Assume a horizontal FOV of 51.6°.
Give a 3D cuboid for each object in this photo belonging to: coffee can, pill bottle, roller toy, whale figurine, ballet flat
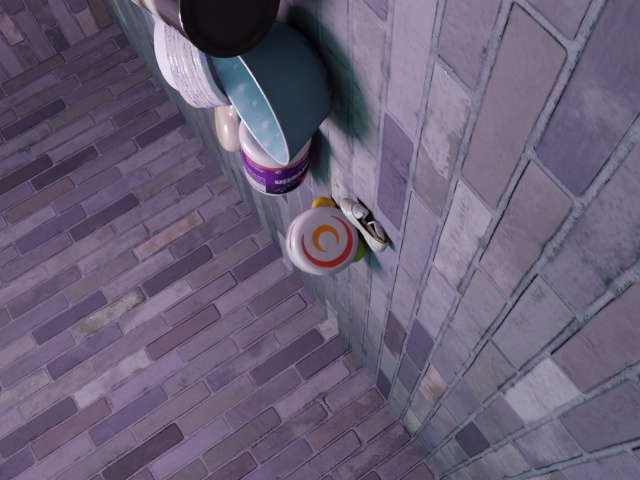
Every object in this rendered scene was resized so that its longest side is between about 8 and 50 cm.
[{"bbox_3d":[-0.231,-0.482,1.221,0.275,0.201,0.201,42,162,37],"label":"coffee can"},{"bbox_3d":[-0.118,-0.230,1.760,0.181,0.181,0.323,55,169,11],"label":"pill bottle"},{"bbox_3d":[0.000,0.000,1.863,0.209,0.191,0.146,58,170,-6],"label":"roller toy"},{"bbox_3d":[-0.256,-0.414,2.059,0.216,0.141,0.272,-167,70,-74],"label":"whale figurine"},{"bbox_3d":[0.115,-0.047,1.644,0.168,0.057,0.052,52,141,6],"label":"ballet flat"}]

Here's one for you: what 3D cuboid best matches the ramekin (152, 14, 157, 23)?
[{"bbox_3d":[-0.449,-0.689,2.097,0.207,0.109,0.207,54,169,15],"label":"ramekin"}]

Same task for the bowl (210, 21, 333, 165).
[{"bbox_3d":[-0.088,-0.332,1.396,0.311,0.163,0.311,54,169,15],"label":"bowl"}]

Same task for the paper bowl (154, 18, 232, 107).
[{"bbox_3d":[-0.285,-0.457,1.561,0.284,0.148,0.284,0,-90,-74],"label":"paper bowl"}]
